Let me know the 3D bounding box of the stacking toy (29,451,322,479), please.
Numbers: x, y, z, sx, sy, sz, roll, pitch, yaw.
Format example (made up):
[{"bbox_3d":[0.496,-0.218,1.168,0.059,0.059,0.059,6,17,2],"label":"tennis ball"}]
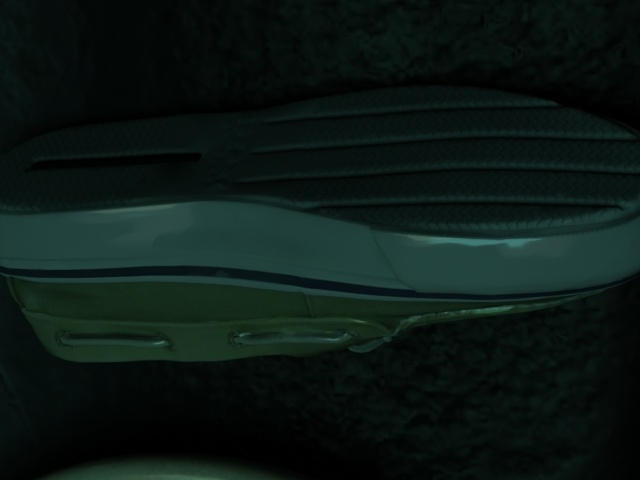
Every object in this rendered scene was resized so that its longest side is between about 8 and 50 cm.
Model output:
[{"bbox_3d":[-0.094,0.332,0.668,0.350,0.480,0.351,5,113,12],"label":"stacking toy"}]

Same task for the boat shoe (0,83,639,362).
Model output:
[{"bbox_3d":[0.000,0.000,0.727,0.302,0.109,0.094,1,128,23],"label":"boat shoe"}]
